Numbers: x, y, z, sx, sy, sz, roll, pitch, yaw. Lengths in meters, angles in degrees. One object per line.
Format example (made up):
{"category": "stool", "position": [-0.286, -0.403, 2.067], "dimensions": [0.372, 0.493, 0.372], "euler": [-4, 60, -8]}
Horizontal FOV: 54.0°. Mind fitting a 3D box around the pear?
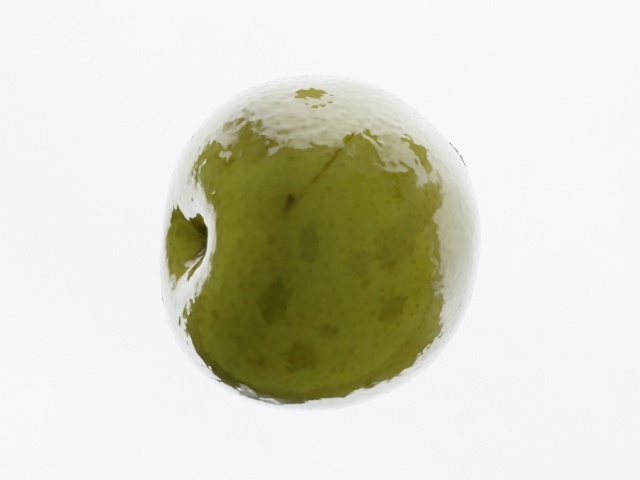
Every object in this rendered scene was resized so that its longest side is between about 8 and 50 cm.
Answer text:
{"category": "pear", "position": [0.000, 0.000, 0.652], "dimensions": [0.348, 0.348, 0.348], "euler": [5, -67, 12]}
